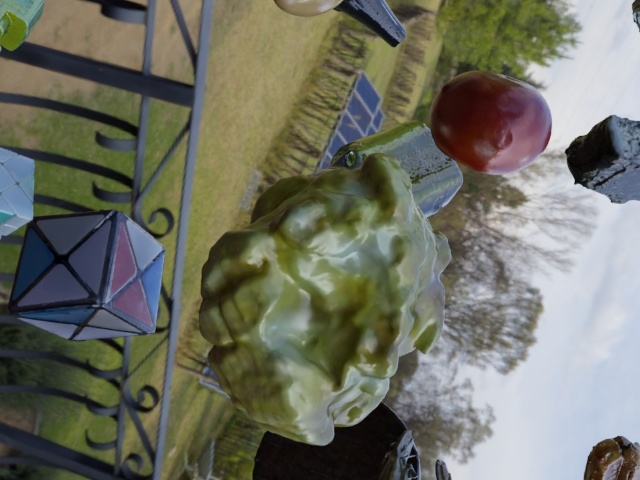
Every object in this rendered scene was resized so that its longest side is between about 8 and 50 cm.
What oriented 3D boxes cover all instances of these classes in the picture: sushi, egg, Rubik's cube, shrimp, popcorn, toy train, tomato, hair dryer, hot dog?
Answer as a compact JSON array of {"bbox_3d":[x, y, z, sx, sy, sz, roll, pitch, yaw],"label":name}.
[{"bbox_3d":[0.576,-0.148,1.131,0.127,0.225,0.124,135,-41,-55],"label":"sushi"},{"bbox_3d":[-0.011,-0.276,0.622,0.096,0.080,0.080,-31,155,-16],"label":"egg"},{"bbox_3d":[-0.844,-0.102,1.486,0.224,0.213,0.265,26,48,-52],"label":"Rubik's cube"},{"bbox_3d":[0.184,0.474,1.175,0.253,0.173,0.058,-53,127,-54],"label":"shrimp"},{"bbox_3d":[0.003,0.067,0.744,0.334,0.293,0.292,-46,-168,-2],"label":"popcorn"},{"bbox_3d":[-0.776,-0.462,1.283,0.150,0.237,0.369,-31,-142,38],"label":"toy train"},{"bbox_3d":[0.261,-0.185,0.919,0.195,0.195,0.136,-55,165,-62],"label":"tomato"},{"bbox_3d":[0.037,-0.590,1.329,0.120,0.303,0.359,-47,-136,19],"label":"hair dryer"},{"bbox_3d":[0.310,0.258,0.635,0.038,0.062,0.144,-78,160,-53],"label":"hot dog"},{"bbox_3d":[-0.659,0.109,1.720,0.307,0.310,0.305,56,32,-64],"label":"Rubik's cube"}]

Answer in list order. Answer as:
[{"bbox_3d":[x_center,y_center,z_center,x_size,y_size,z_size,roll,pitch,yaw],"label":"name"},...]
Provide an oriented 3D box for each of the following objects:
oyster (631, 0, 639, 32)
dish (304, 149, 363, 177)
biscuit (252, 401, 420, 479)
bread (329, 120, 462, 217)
[{"bbox_3d":[0.381,-0.246,0.600,0.177,0.125,0.064,32,64,-73],"label":"oyster"},{"bbox_3d":[0.000,0.000,1.031,0.120,0.303,0.303,-1,111,-46],"label":"dish"},{"bbox_3d":[0.038,0.563,1.449,0.091,0.407,0.407,75,32,-54],"label":"biscuit"},{"bbox_3d":[0.186,-0.152,1.509,0.376,0.251,0.208,-29,176,-45],"label":"bread"}]
